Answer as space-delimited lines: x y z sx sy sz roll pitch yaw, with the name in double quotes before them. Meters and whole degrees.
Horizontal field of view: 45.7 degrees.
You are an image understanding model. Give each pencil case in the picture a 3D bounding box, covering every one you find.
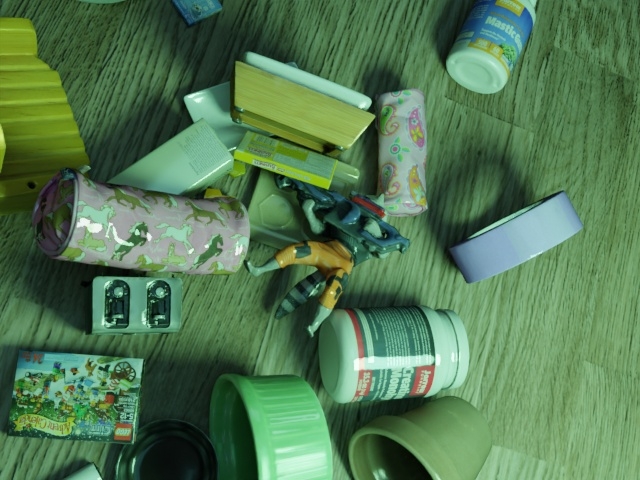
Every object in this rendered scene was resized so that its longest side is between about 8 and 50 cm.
"pencil case" -0.312 -0.028 1.384 0.386 0.160 0.167 11 90 -42
"pencil case" 0.178 -0.197 1.698 0.124 0.124 0.284 3 78 -15

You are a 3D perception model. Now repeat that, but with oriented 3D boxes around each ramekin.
"ramekin" -0.096 0.392 1.414 0.148 0.303 0.303 -3 80 -24

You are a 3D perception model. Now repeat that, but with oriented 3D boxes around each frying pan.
"frying pan" -0.354 0.426 1.458 0.326 0.053 0.197 15 77 2

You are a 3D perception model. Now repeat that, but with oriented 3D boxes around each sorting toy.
"sorting toy" -0.086 -0.099 1.646 0.307 0.041 0.229 20 77 -9

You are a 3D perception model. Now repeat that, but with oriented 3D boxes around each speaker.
"speaker" -0.471 0.470 1.414 0.136 0.055 0.055 -29 88 -19

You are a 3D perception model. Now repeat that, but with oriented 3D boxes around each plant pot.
"plant pot" 0.224 0.436 1.539 0.229 0.263 0.263 -27 88 -38

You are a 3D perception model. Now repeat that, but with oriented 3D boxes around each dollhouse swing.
"dollhouse swing" -0.529 -0.263 1.349 0.315 0.305 0.347 -15 81 -45

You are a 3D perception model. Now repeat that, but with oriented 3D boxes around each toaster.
"toaster" -0.365 0.125 1.456 0.168 0.185 0.110 3 81 -23

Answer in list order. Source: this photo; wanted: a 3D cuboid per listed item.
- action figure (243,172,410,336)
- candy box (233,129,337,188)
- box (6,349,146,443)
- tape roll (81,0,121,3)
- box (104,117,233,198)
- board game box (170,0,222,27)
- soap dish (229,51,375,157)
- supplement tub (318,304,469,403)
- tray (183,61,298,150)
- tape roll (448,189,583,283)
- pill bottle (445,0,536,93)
"action figure" 0.000 0.000 1.579 0.330 0.178 0.341 -39 61 -22
"candy box" -0.070 -0.170 1.585 0.205 0.027 0.105 18 34 0
"box" -0.457 0.295 1.434 0.233 0.044 0.159 4 77 -4
"tape roll" -0.469 -0.562 1.527 0.219 0.219 0.072 4 79 -15
"box" -0.315 -0.120 1.534 0.275 0.094 0.113 -35 87 -12
"board game box" -0.279 -0.529 1.680 0.090 0.020 0.090 -35 90 -20
"soap dish" -0.052 -0.269 1.557 0.290 0.229 0.118 20 88 -10
"supplement tub" 0.146 0.230 1.564 0.272 0.191 0.191 -1 80 -16
"tray" -0.150 -0.286 1.665 0.270 0.030 0.145 -22 85 -18
"tape roll" 0.419 -0.007 1.643 0.274 0.275 0.090 -26 87 -19
"pill bottle" 0.417 -0.499 1.803 0.152 0.152 0.272 30 74 -8
